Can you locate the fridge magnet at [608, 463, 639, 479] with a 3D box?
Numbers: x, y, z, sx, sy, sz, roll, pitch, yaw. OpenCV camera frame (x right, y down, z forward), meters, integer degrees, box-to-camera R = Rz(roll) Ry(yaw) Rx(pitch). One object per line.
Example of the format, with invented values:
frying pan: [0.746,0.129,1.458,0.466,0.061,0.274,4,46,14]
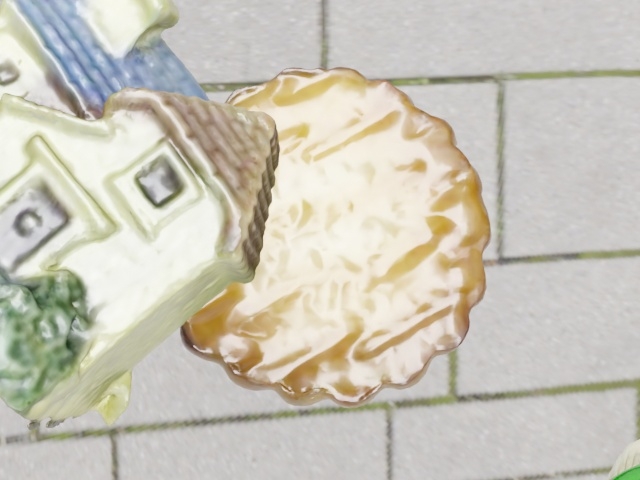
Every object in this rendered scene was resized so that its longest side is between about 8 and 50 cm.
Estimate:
fridge magnet: [0.275,0.265,1.052,0.088,0.208,0.208,19,94,-56]

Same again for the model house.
model house: [-0.180,-0.057,1.018,0.266,0.261,0.321,-38,84,-3]

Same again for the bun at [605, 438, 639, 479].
bun: [0.337,0.275,1.240,0.116,0.237,0.210,5,92,-19]

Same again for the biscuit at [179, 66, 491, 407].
biscuit: [0.000,0.000,1.336,0.326,0.107,0.325,0,81,-1]
